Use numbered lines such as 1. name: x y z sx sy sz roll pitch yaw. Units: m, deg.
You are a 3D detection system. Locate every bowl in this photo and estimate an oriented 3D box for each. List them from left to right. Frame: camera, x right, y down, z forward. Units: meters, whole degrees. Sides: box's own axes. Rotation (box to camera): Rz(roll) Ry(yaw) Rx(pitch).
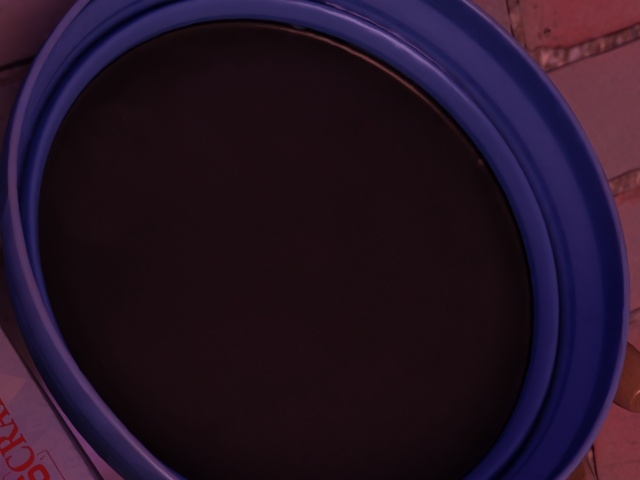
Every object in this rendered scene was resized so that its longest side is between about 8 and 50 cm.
1. bowl: 0.000 0.000 0.899 0.391 0.077 0.391 11 63 -22

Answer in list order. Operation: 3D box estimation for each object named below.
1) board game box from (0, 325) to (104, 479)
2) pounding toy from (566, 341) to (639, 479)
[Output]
1. board game box: -0.095 0.235 0.852 0.066 0.318 0.318 -33 142 -11
2. pounding toy: 0.091 0.126 1.057 0.269 0.154 0.155 -39 131 13
